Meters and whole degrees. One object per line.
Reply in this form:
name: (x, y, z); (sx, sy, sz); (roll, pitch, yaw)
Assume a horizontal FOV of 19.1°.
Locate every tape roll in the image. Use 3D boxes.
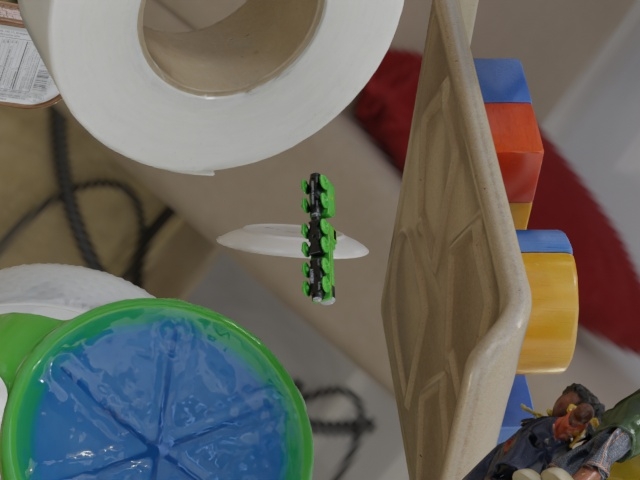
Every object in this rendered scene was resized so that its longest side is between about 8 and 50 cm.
tape roll: (-0.082, -0.193, 1.433); (0.286, 0.100, 0.286); (-14, 130, -18)

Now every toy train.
toy train: (0.000, 0.000, 1.079); (0.017, 0.083, 0.024); (-14, 148, 21)

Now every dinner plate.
dinner plate: (-0.025, -0.001, 1.751); (0.141, 0.141, 0.017); (-4, 101, -53)

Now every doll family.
doll family: (0.116, 0.100, 0.839); (0.111, 0.076, 0.193); (-41, -171, -27)

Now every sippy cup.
sippy cup: (-0.143, 0.193, 1.474); (0.240, 0.306, 0.224); (-12, 159, -21)

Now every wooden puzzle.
wooden puzzle: (0.103, 0.043, 1.274); (0.080, 0.348, 0.322); (3, 136, -5)

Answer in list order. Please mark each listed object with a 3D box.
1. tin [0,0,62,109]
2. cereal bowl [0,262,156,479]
tin: (-0.326, -0.186, 1.888); (0.189, 0.040, 0.106); (6, 122, -27)
cereal bowl: (-0.267, 0.153, 2.002); (0.141, 0.339, 0.339); (-81, -176, -52)
